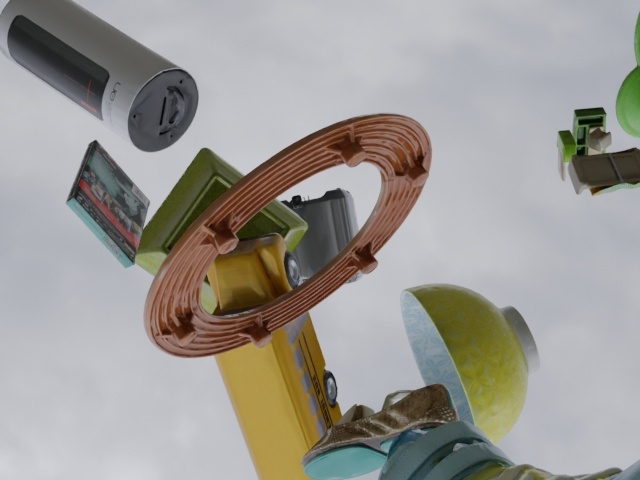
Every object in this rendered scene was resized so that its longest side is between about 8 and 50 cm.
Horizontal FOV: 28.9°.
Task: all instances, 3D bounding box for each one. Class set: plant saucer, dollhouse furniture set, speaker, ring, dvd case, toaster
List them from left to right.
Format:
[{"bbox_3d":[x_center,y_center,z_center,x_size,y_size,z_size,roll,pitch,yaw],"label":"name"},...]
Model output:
[{"bbox_3d":[-0.135,-0.105,0.752,0.136,0.055,0.055,34,-143,32],"label":"speaker"},{"bbox_3d":[-0.200,-0.036,1.182,0.087,0.013,0.119,51,-159,-25],"label":"dvd case"},{"bbox_3d":[-0.132,-0.002,1.683,0.188,0.188,0.045,37,168,-13],"label":"plant saucer"},{"bbox_3d":[-0.021,0.008,1.207,0.336,0.336,0.032,-17,-122,-41],"label":"ring"},{"bbox_3d":[0.000,0.000,1.931,0.129,0.146,0.227,-13,180,4],"label":"toaster"},{"bbox_3d":[0.289,-0.076,1.289,0.076,0.058,0.151,-6,-144,0],"label":"dollhouse furniture set"}]

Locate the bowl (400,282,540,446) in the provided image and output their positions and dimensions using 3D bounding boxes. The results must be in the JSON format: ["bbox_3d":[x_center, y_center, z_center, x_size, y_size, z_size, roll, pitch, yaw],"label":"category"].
[{"bbox_3d":[0.255,0.185,1.982,0.156,0.289,0.289,-21,-135,-9],"label":"bowl"}]

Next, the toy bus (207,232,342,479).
[{"bbox_3d":[-0.061,0.164,1.607,0.108,0.332,0.130,-10,-158,19],"label":"toy bus"}]

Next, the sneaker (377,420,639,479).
[{"bbox_3d":[0.140,0.178,0.857,0.127,0.319,0.208,8,-137,-39],"label":"sneaker"}]

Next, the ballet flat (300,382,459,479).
[{"bbox_3d":[0.063,0.199,1.303,0.073,0.206,0.067,35,-134,-37],"label":"ballet flat"}]

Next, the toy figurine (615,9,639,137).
[{"bbox_3d":[0.341,-0.137,1.005,0.130,0.173,0.159,29,-171,-31],"label":"toy figurine"}]
